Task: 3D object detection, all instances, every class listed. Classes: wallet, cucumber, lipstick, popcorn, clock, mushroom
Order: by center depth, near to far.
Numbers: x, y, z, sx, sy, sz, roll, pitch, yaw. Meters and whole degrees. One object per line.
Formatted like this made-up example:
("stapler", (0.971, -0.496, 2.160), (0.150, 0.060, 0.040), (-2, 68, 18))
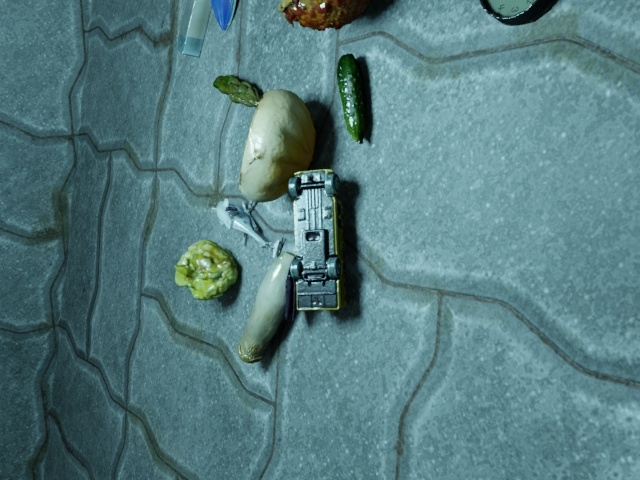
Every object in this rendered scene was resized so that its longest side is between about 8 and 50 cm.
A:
("clock", (0.371, -0.496, 1.231), (0.184, 0.040, 0.185), (-2, 87, 53))
("cucumber", (0.078, -0.338, 1.585), (0.069, 0.069, 0.228), (-17, 77, 51))
("wallet", (-0.067, 0.114, 1.698), (0.111, 0.030, 0.166), (-74, -8, -47))
("mushroom", (-0.142, 0.186, 1.820), (0.123, 0.095, 0.351), (-69, 4, -65))
("popcorn", (-0.350, 0.092, 2.030), (0.167, 0.185, 0.187), (-53, 16, 10))
("lipstick", (-0.410, -0.782, 2.224), (0.066, 0.068, 0.318), (42, 121, 45))

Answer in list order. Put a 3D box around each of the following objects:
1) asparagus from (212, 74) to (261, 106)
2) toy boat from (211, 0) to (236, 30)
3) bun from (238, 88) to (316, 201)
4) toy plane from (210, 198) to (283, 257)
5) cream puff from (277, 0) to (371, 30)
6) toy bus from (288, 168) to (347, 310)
("asparagus", (-0.250, -0.456, 2.006), (0.287, 0.080, 0.080), (40, 119, 44))
("toy boat", (-0.297, -0.810, 2.077), (0.129, 0.088, 0.295), (33, 125, 47))
("bun", (-0.097, -0.231, 1.695), (0.299, 0.164, 0.299), (15, -90, -90))
("toy plane", (-0.224, -0.033, 1.935), (0.273, 0.107, 0.182), (58, 137, 29))
("cream puff", (0.035, -0.646, 1.517), (0.350, 0.228, 0.351), (-175, 90, -76))
("toy bus", (0.000, 0.000, 1.617), (0.121, 0.123, 0.336), (-4, 85, 20))
